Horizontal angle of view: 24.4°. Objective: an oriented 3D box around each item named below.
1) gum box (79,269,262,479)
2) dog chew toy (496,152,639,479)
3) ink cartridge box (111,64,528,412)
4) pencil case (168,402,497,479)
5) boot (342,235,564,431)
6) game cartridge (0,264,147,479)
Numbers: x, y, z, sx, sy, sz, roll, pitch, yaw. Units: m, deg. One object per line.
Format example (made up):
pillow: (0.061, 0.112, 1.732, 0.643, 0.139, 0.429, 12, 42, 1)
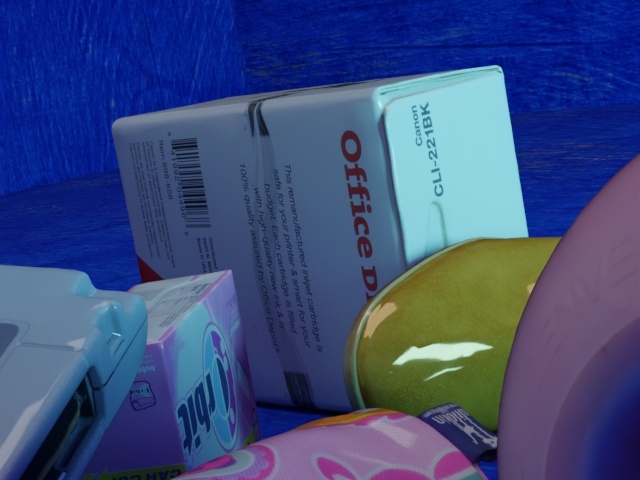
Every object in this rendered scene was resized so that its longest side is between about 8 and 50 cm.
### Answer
gum box: (-0.082, 0.087, 0.791, 0.062, 0.107, 0.188, -9, 9, 9)
dog chew toy: (0.200, 0.050, 0.442, 0.207, 0.206, 0.332, -3, 3, 41)
ink cartridge box: (0.000, 0.000, 0.960, 0.114, 0.197, 0.273, -17, 11, -39)
pencil case: (-0.053, 0.137, 0.393, 0.284, 0.124, 0.124, -16, 10, -43)
boot: (0.180, 0.044, 0.777, 0.295, 0.104, 0.211, -12, 7, -38)
game cartridge: (-0.210, 0.107, 0.591, 0.196, 0.060, 0.294, 7, 35, 15)
